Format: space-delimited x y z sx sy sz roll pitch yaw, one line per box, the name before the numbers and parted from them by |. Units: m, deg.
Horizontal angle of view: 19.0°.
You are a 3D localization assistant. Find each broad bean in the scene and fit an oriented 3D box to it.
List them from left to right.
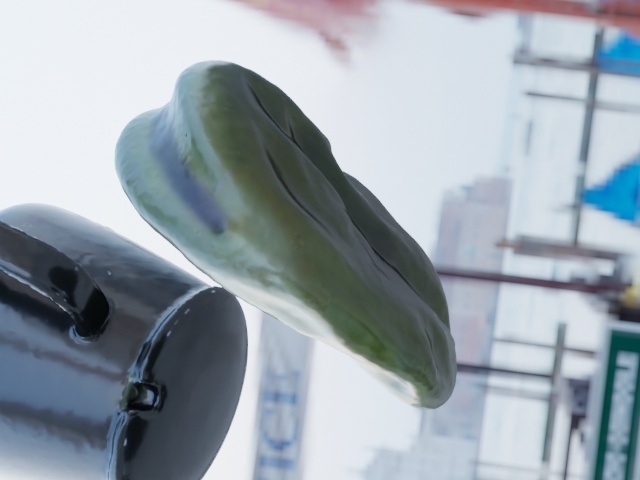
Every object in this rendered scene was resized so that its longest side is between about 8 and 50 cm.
broad bean | -0.002 0.002 0.910 0.072 0.206 0.153 -44 17 25

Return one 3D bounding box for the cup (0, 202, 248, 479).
cup | -0.147 0.063 1.118 0.169 0.176 0.223 -59 -23 -22
